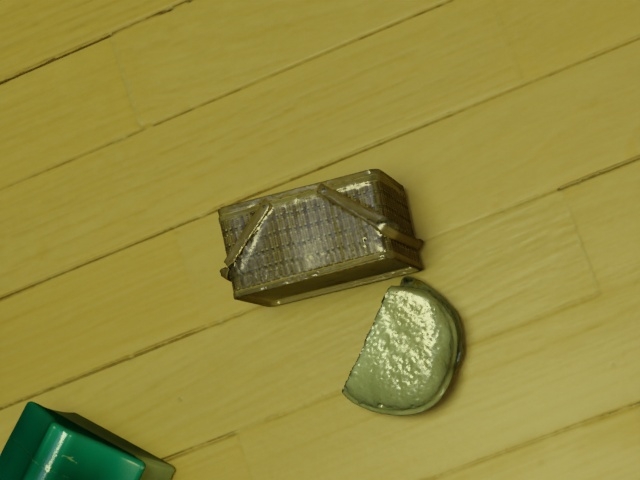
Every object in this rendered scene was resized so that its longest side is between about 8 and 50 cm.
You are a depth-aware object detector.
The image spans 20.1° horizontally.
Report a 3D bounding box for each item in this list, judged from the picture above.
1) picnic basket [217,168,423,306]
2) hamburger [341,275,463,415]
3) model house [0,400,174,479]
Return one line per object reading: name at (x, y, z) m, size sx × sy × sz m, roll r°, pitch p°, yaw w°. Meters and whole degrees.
picnic basket at (0.000, 0.000, 1.566) m, size 0.164 × 0.115 × 0.079 m, roll -14°, pitch 80°, yaw 14°
hamburger at (0.080, 0.100, 1.563) m, size 0.084 × 0.054 × 0.121 m, roll 28°, pitch 92°, yaw 14°
model house at (-0.218, 0.211, 1.576) m, size 0.127 × 0.149 × 0.100 m, roll 25°, pitch 85°, yaw 19°
